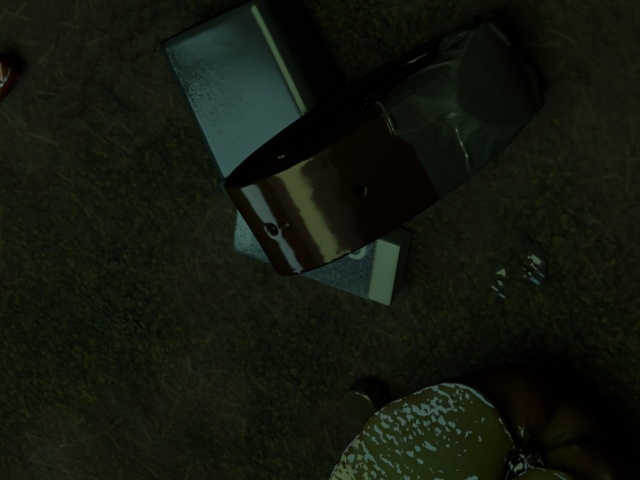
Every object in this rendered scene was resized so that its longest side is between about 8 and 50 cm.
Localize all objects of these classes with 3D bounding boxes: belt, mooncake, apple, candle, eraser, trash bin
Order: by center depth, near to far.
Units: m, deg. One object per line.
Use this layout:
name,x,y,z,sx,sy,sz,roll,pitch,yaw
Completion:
belt,0.067,-0.104,1.452,0.122,0.338,0.217,59,166,-14
trash bin,-0.061,-0.153,1.614,0.177,0.101,0.236,-18,104,36
apple,0.191,0.324,1.628,0.329,0.295,0.365,18,125,-13
mooncake,0.135,0.118,1.682,0.347,0.057,0.150,-25,115,33
eraser,0.000,0.000,1.696,0.212,0.046,0.092,20,124,17
candle,-0.487,-0.143,1.883,0.051,0.048,0.329,20,138,-34
